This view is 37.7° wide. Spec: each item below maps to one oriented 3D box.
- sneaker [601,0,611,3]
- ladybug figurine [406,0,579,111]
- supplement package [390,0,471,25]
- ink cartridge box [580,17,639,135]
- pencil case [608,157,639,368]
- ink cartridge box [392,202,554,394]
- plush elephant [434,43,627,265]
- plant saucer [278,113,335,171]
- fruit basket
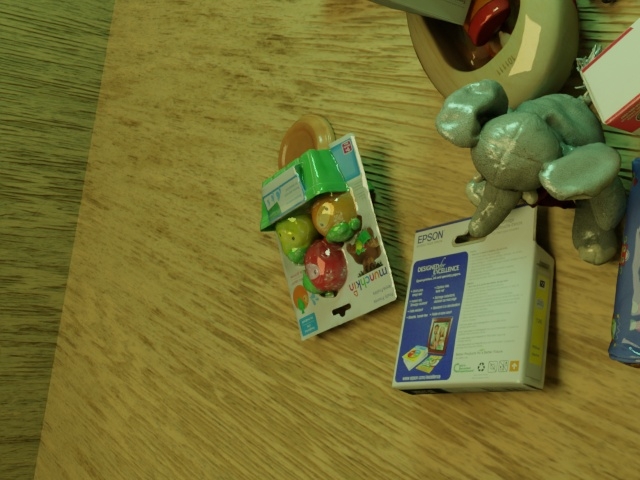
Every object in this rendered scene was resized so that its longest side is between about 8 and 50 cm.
[{"bbox_3d":[0.429,-0.440,1.504,0.065,0.061,0.157,-60,41,38],"label":"sneaker"},{"bbox_3d":[0.296,-0.395,1.588,0.305,0.162,0.449,-46,50,39],"label":"ladybug figurine"},{"bbox_3d":[0.141,-0.512,1.510,0.199,0.198,0.262,31,109,50],"label":"supplement package"},{"bbox_3d":[0.494,-0.214,1.230,0.172,0.237,0.100,-44,49,41],"label":"ink cartridge box"},{"bbox_3d":[0.485,0.030,1.306,0.119,0.133,0.306,3,-85,-81],"label":"pencil case"},{"bbox_3d":[0.264,0.109,1.619,0.304,0.072,0.307,-14,58,52],"label":"ink cartridge box"},{"bbox_3d":[0.302,-0.107,1.357,0.272,0.255,0.329,37,132,30],"label":"plush elephant"},{"bbox_3d":[-0.038,-0.189,2.117,0.200,0.037,0.199,-12,75,53],"label":"plant saucer"},{"bbox_3d":[0.000,0.000,1.933,0.327,0.166,0.352,-29,66,48],"label":"fruit basket"}]
